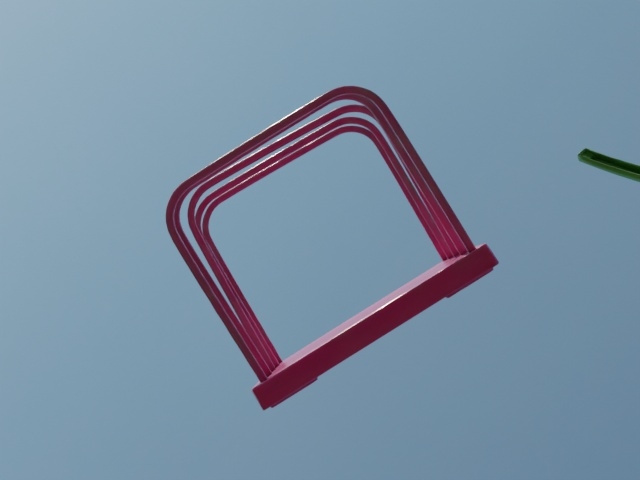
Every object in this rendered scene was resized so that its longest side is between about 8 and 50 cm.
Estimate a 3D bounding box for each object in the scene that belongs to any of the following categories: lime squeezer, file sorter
[{"bbox_3d":[0.349,-0.066,1.269,0.110,0.310,0.059,37,-112,-15],"label":"lime squeezer"},{"bbox_3d":[0.000,0.000,1.172,0.202,0.291,0.182,-32,-92,0],"label":"file sorter"}]
